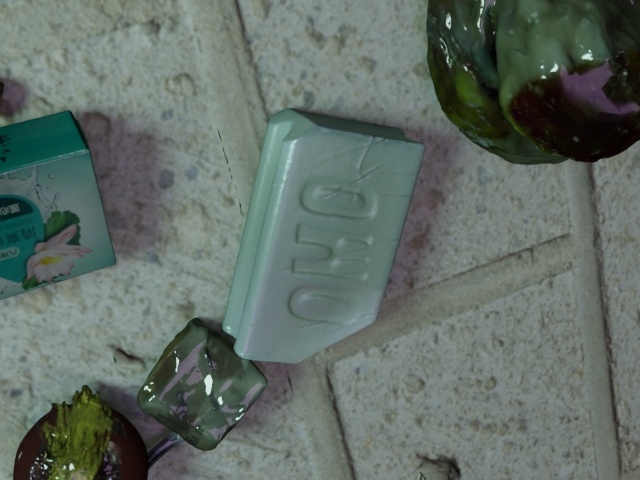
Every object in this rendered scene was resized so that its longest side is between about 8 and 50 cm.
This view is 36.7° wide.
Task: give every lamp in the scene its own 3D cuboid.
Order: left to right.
[{"bbox_3d":[-0.279,0.270,1.121,0.156,0.135,0.157,-44,104,-5],"label":"lamp"}]

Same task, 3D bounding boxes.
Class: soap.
[{"bbox_3d":[0.000,0.000,1.140,0.173,0.095,0.289,8,108,-22],"label":"soap"}]

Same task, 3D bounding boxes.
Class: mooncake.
[{"bbox_3d":[-0.145,0.177,1.166,0.125,0.073,0.130,39,84,-2],"label":"mooncake"}]

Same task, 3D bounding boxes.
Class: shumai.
[{"bbox_3d":[0.286,-0.215,1.062,0.309,0.263,0.304,33,99,-28],"label":"shumai"}]

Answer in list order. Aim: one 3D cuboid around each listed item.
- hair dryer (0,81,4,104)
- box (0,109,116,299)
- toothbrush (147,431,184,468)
[{"bbox_3d":[-0.435,-0.098,0.976,0.173,0.050,0.195,18,107,-24],"label":"hair dryer"},{"bbox_3d":[-0.346,-0.021,0.983,0.245,0.092,0.153,-19,132,-16],"label":"box"},{"bbox_3d":[-0.281,0.329,1.208,0.413,0.035,0.042,-35,130,-3],"label":"toothbrush"}]
